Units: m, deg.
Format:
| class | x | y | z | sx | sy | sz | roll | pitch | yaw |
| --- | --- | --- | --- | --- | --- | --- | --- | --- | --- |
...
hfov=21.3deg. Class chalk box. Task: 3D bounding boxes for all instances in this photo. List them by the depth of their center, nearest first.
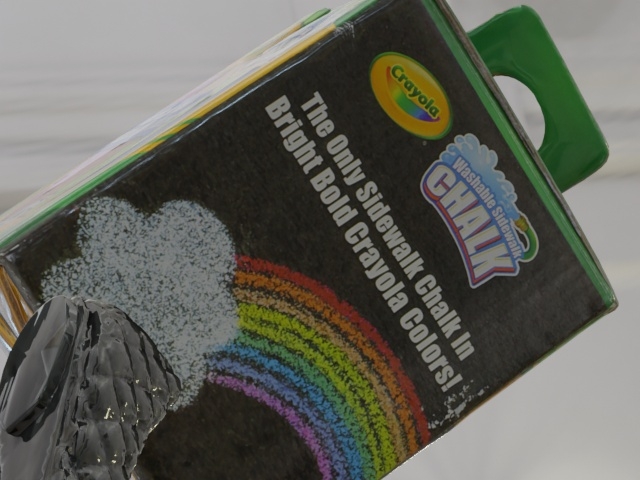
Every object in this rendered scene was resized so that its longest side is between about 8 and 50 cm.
| class | x | y | z | sx | sy | sz | roll | pitch | yaw |
| --- | --- | --- | --- | --- | --- | --- | --- | --- | --- |
| chalk box | 0.000 | 0.000 | 0.796 | 0.289 | 0.180 | 0.179 | -34 | 10 | -17 |

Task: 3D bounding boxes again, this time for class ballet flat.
| class | x | y | z | sx | sy | sz | roll | pitch | yaw |
| --- | --- | --- | --- | --- | --- | --- | --- | --- | --- |
| ballet flat | -0.062 | 0.086 | 0.418 | 0.049 | 0.173 | 0.057 | 31 | -46 | -27 |
